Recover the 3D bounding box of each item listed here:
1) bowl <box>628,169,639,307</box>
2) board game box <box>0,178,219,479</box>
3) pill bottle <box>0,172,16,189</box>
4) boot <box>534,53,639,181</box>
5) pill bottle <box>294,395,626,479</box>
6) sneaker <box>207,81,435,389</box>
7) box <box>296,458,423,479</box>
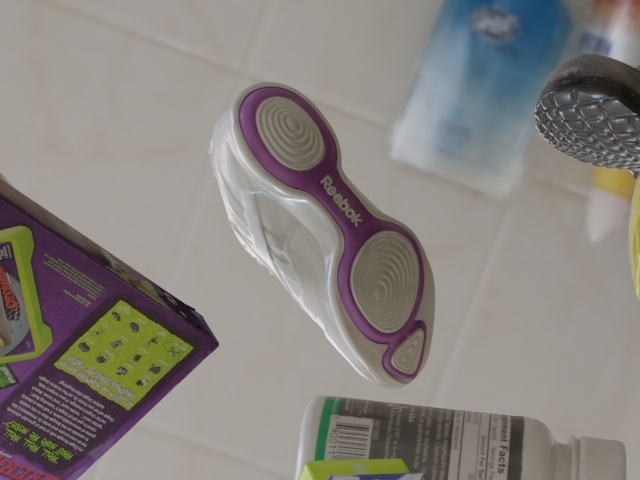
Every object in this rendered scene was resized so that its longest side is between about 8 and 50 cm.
[{"bbox_3d":[0.346,-0.052,1.272,0.289,0.289,0.156,17,-144,-27],"label":"bowl"},{"bbox_3d":[-0.261,0.064,1.333,0.347,0.208,0.056,39,-172,-43],"label":"board game box"},{"bbox_3d":[-0.355,-0.031,1.587,0.245,0.136,0.136,44,-165,21],"label":"pill bottle"},{"bbox_3d":[0.297,-0.163,1.499,0.118,0.223,0.338,9,173,32],"label":"boot"},{"bbox_3d":[0.154,0.293,1.984,0.361,0.204,0.204,6,-175,5],"label":"pill bottle"},{"bbox_3d":[0.000,0.000,1.622,0.114,0.305,0.152,-31,-178,-29],"label":"sneaker"},{"bbox_3d":[0.015,0.267,1.663,0.109,0.178,0.042,2,-139,-30],"label":"box"}]
